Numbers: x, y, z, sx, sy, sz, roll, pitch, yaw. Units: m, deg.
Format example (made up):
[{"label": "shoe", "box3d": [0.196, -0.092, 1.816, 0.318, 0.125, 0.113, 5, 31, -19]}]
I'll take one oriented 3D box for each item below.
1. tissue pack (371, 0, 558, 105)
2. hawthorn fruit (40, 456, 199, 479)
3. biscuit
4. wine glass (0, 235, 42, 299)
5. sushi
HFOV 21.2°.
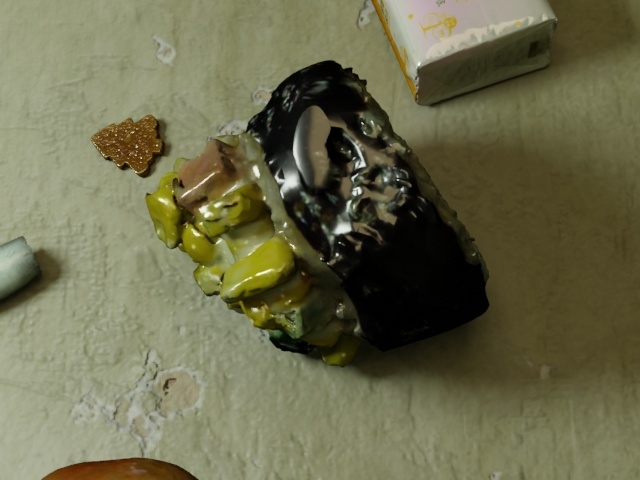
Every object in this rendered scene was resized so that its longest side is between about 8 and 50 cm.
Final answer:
[{"label": "tissue pack", "box3d": [0.161, -0.304, 2.092, 0.185, 0.124, 0.225, -18, 65, -7]}, {"label": "hawthorn fruit", "box3d": [-0.204, 0.345, 1.733, 0.267, 0.268, 0.301, -25, 41, -8]}, {"label": "biscuit", "box3d": [-0.236, -0.117, 2.091, 0.092, 0.016, 0.082, 3, 69, 7]}, {"label": "wine glass", "box3d": [-0.418, 0.067, 1.992, 0.198, 0.066, 0.066, -31, 66, -13]}, {"label": "sushi", "box3d": [0.000, 0.000, 1.868, 0.285, 0.328, 0.329, -35, 80, 3]}]
